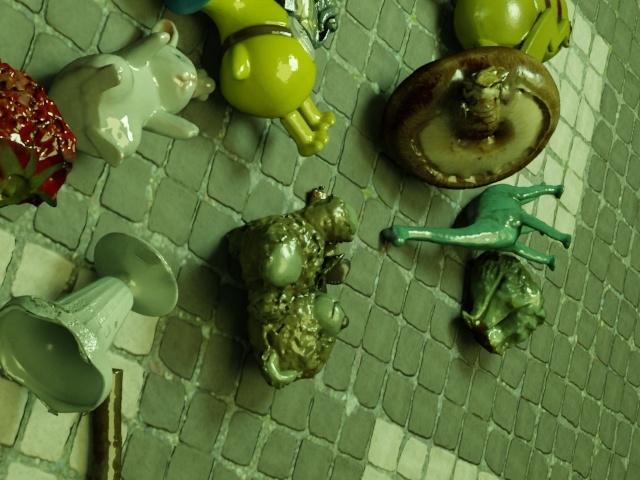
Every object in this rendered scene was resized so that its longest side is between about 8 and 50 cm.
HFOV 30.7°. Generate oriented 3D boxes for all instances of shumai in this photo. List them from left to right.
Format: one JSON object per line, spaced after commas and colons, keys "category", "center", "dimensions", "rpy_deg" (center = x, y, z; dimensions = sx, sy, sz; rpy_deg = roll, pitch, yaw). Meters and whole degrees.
{"category": "shumai", "center": [0.311, 0.117, 2.126], "dimensions": [0.142, 0.184, 0.184], "rpy_deg": [-27, 112, -14]}

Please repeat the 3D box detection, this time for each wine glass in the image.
{"category": "wine glass", "center": [-0.276, 0.091, 1.402], "dimensions": [0.196, 0.165, 0.165], "rpy_deg": [-49, 124, -42]}

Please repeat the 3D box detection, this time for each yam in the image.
{"category": "yam", "center": [-0.269, 0.328, 1.486], "dimensions": [0.045, 0.045, 0.326], "rpy_deg": [6, 83, -71]}

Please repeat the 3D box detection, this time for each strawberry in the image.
{"category": "strawberry", "center": [-0.377, -0.118, 1.293], "dimensions": [0.184, 0.187, 0.201], "rpy_deg": [78, -14, -80]}

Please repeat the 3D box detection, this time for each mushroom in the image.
{"category": "mushroom", "center": [0.249, -0.209, 1.930], "dimensions": [0.278, 0.297, 0.163], "rpy_deg": [87, -10, -57]}

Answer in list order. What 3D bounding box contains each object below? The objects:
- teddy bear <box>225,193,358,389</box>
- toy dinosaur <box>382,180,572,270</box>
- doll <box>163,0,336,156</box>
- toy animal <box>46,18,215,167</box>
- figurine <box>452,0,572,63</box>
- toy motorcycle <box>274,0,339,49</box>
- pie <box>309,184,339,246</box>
{"category": "teddy bear", "center": [-0.041, 0.082, 1.672], "dimensions": [0.267, 0.156, 0.256], "rpy_deg": [-31, 112, -60]}
{"category": "toy dinosaur", "center": [0.272, -0.056, 2.104], "dimensions": [0.383, 0.331, 0.129], "rpy_deg": [-85, -173, -64]}
{"category": "doll", "center": [-0.103, -0.285, 1.636], "dimensions": [0.363, 0.145, 0.199], "rpy_deg": [54, 27, -23]}
{"category": "toy animal", "center": [-0.214, -0.201, 1.488], "dimensions": [0.282, 0.138, 0.140], "rpy_deg": [-30, 120, -44]}
{"category": "figurine", "center": [0.346, -0.387, 2.116], "dimensions": [0.327, 0.169, 0.218], "rpy_deg": [-11, 93, -49]}
{"category": "toy motorcycle", "center": [-0.018, -0.361, 1.778], "dimensions": [0.124, 0.061, 0.193], "rpy_deg": [13, 85, -41]}
{"category": "pie", "center": [0.000, 0.000, 1.811], "dimensions": [0.092, 0.034, 0.170], "rpy_deg": [26, 70, -41]}
